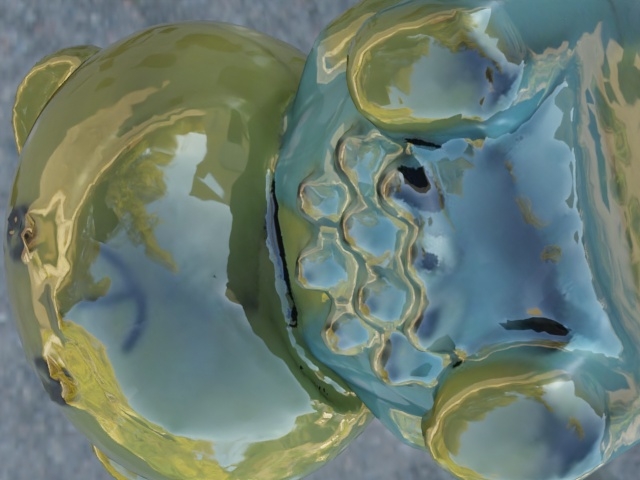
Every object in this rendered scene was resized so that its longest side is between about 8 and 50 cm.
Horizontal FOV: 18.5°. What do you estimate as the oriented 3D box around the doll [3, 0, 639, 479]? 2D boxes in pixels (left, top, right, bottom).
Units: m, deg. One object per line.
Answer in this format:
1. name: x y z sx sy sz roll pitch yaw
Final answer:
1. doll: 0.000 0.000 0.693 0.260 0.161 0.177 -10 98 35
